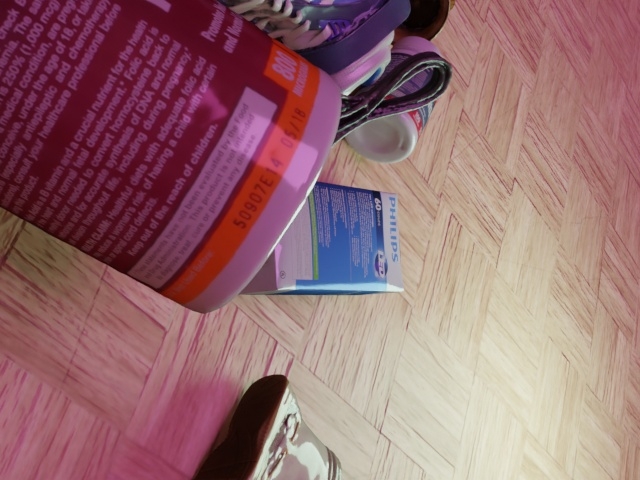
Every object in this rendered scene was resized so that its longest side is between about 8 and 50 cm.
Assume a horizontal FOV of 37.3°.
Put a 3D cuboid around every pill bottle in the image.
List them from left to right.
[{"bbox_3d":[-0.200,-0.129,0.722,0.392,0.224,0.224,31,56,-17],"label":"pill bottle"},{"bbox_3d":[0.108,-0.203,1.325,0.108,0.108,0.180,55,44,-30],"label":"pill bottle"}]

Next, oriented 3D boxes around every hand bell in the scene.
[{"bbox_3d":[0.168,-0.367,1.470,0.242,0.126,0.126,-32,109,-64],"label":"hand bell"}]

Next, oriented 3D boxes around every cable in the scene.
[{"bbox_3d":[0.037,-0.148,1.148,0.287,0.072,0.139,-11,118,-18],"label":"cable"}]

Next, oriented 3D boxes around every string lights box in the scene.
[{"bbox_3d":[0.000,0.000,1.167,0.259,0.076,0.133,5,79,-52],"label":"string lights box"}]

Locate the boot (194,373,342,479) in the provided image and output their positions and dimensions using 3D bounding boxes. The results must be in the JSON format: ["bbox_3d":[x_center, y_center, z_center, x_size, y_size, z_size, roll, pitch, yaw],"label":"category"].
[{"bbox_3d":[-0.053,0.277,1.041,0.165,0.077,0.213,59,39,-29],"label":"boot"}]

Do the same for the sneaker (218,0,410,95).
[{"bbox_3d":[-0.030,-0.258,1.142,0.322,0.130,0.236,-18,108,-42],"label":"sneaker"}]
